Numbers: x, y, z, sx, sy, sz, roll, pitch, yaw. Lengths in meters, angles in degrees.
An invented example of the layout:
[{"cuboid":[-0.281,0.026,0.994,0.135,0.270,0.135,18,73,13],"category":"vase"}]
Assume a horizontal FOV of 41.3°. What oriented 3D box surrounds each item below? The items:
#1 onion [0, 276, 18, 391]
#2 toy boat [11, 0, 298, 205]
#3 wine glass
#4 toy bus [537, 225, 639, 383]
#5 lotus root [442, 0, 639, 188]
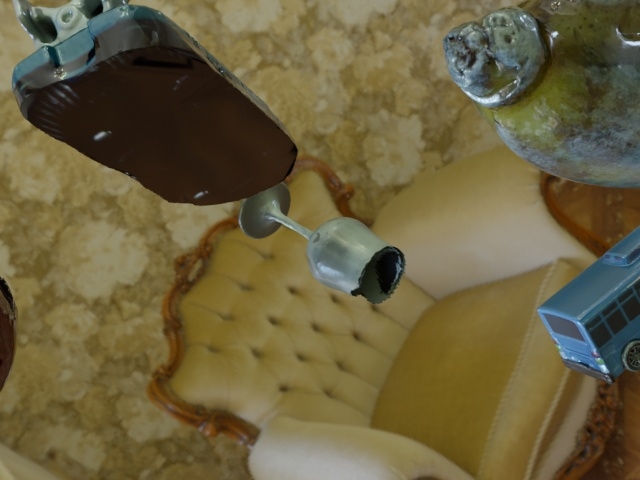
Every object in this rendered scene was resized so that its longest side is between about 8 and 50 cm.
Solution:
[{"cuboid":[-0.444,0.114,0.887,0.252,0.219,0.252,-9,74,34],"category":"onion"},{"cuboid":[-0.117,-0.113,0.681,0.134,0.299,0.092,-23,72,11],"category":"toy boat"},{"cuboid":[0.000,0.000,0.923,0.195,0.079,0.079,30,75,40],"category":"wine glass"},{"cuboid":[0.341,0.061,0.930,0.185,0.106,0.090,-36,14,-13],"category":"toy bus"},{"cuboid":[0.205,-0.113,0.621,0.140,0.322,0.158,-35,63,57],"category":"lotus root"}]
